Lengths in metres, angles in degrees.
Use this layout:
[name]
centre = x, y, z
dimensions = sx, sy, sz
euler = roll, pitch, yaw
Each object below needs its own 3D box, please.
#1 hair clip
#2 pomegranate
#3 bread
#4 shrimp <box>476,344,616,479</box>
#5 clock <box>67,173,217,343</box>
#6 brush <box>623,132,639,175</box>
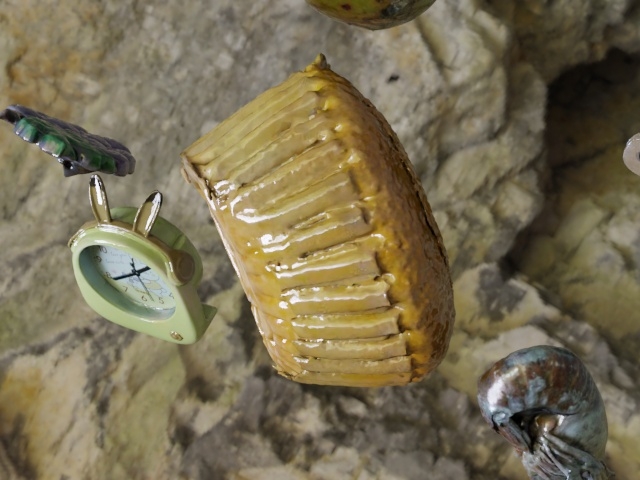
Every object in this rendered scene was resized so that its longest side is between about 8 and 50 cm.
[hair clip]
centre = -0.232, -0.081, 0.887
dimensions = 0.124, 0.052, 0.195
euler = 21, -179, -5
[pomegranate]
centre = 0.046, -0.293, 0.905
dimensions = 0.159, 0.205, 0.159
euler = -7, -151, 4
[bread]
centre = 0.004, 0.001, 0.690
dimensions = 0.139, 0.240, 0.240
euler = -25, -139, -10
[shrimp]
centre = 0.176, 0.150, 0.712
dimensions = 0.233, 0.079, 0.090
euler = 57, -172, -43
[clock]
centre = -0.218, 0.024, 1.179
dimensions = 0.170, 0.232, 0.069
euler = 17, -129, 18
[brush]
centre = 0.487, -0.044, 1.057
dimensions = 0.327, 0.070, 0.065
euler = 25, -135, 9
